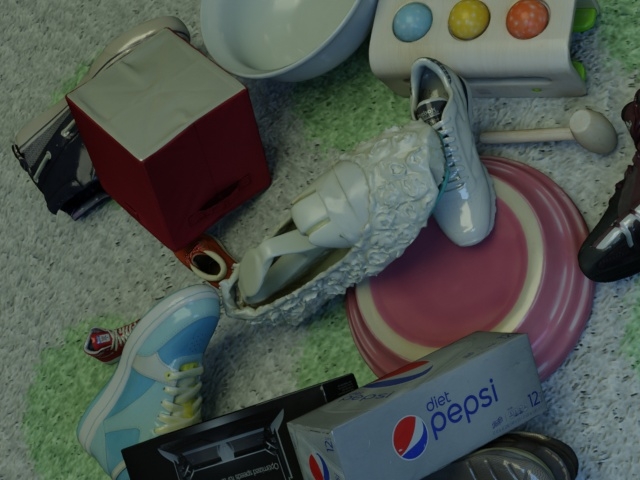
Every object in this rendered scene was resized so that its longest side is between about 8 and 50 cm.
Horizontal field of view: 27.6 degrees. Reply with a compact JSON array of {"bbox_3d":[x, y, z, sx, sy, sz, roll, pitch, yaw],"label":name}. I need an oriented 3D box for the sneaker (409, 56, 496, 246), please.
[{"bbox_3d":[0.149,-0.107,1.579,0.090,0.095,0.235,-17,73,16],"label":"sneaker"}]

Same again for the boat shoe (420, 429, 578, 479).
[{"bbox_3d":[0.147,0.288,1.523,0.355,0.130,0.132,-6,98,44],"label":"boat shoe"}]

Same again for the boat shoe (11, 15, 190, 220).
[{"bbox_3d":[-0.301,-0.172,1.944,0.340,0.127,0.158,-39,63,21],"label":"boat shoe"}]

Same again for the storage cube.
[{"bbox_3d":[-0.208,-0.140,1.793,0.184,0.193,0.215,-37,56,-18],"label":"storage cube"}]

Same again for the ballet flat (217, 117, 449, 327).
[{"bbox_3d":[0.000,0.000,1.598,0.409,0.147,0.147,-46,51,45],"label":"ballet flat"}]

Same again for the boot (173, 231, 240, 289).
[{"bbox_3d":[-0.165,0.021,1.812,0.158,0.084,0.059,33,91,35],"label":"boot"}]

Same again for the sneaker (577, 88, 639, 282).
[{"bbox_3d":[0.386,-0.083,1.551,0.281,0.106,0.162,-39,53,-1],"label":"sneaker"}]

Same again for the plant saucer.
[{"bbox_3d":[0.171,0.043,1.622,0.332,0.084,0.332,-10,67,26],"label":"plant saucer"}]

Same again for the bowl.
[{"bbox_3d":[-0.015,-0.338,1.819,0.298,0.134,0.298,-15,64,33],"label":"bowl"}]

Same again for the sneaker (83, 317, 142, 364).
[{"bbox_3d":[-0.280,0.133,1.842,0.118,0.067,0.042,-34,60,14],"label":"sneaker"}]

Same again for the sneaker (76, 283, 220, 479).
[{"bbox_3d":[-0.180,0.225,1.699,0.208,0.127,0.319,50,124,29],"label":"sneaker"}]

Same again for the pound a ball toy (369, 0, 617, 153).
[{"bbox_3d":[0.220,-0.227,1.662,0.319,0.136,0.208,4,74,30],"label":"pound a ball toy"}]

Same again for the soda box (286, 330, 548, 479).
[{"bbox_3d":[0.110,0.191,1.423,0.091,0.286,0.098,-3,106,57],"label":"soda box"}]

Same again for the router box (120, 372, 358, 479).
[{"bbox_3d":[-0.065,0.315,1.531,0.309,0.081,0.243,-21,84,30],"label":"router box"}]
